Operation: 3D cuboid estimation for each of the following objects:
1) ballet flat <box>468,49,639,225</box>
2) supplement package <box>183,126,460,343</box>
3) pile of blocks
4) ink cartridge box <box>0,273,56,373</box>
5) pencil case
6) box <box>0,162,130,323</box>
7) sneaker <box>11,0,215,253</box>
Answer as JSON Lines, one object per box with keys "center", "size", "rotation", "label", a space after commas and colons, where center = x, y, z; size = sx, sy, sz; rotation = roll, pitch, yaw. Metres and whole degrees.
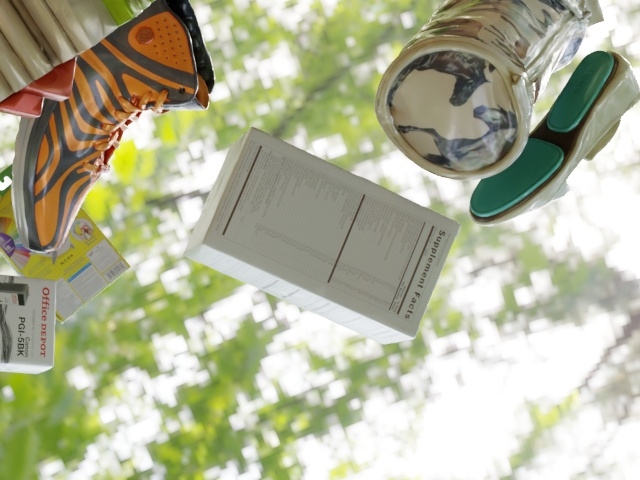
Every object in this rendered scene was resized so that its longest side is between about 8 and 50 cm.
{"center": [0.263, -0.096, 2.063], "size": [0.248, 0.086, 0.086], "rotation": [-49, -147, -7], "label": "ballet flat"}
{"center": [0.000, 0.000, 1.989], "size": [0.139, 0.244, 0.134], "rotation": [-66, -171, -10], "label": "supplement package"}
{"center": [-0.231, -0.185, 1.647], "size": [0.362, 0.113, 0.149], "rotation": [-31, -168, 5], "label": "pile of blocks"}
{"center": [-0.353, 0.086, 2.015], "size": [0.135, 0.099, 0.056], "rotation": [6, 166, -28], "label": "ink cartridge box"}
{"center": [0.188, -0.199, 2.075], "size": [0.183, 0.160, 0.410], "rotation": [-20, -165, 24], "label": "pencil case"}
{"center": [-0.315, -0.004, 2.169], "size": [0.105, 0.179, 0.043], "rotation": [-39, -177, -13], "label": "box"}
{"center": [-0.215, -0.128, 1.998], "size": [0.180, 0.321, 0.124], "rotation": [14, -170, 5], "label": "sneaker"}
